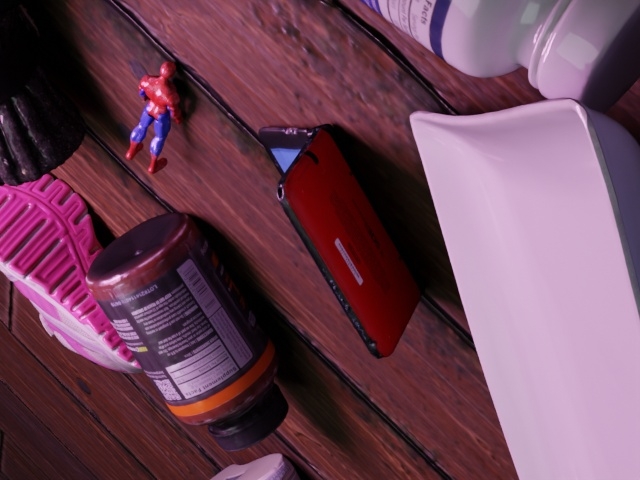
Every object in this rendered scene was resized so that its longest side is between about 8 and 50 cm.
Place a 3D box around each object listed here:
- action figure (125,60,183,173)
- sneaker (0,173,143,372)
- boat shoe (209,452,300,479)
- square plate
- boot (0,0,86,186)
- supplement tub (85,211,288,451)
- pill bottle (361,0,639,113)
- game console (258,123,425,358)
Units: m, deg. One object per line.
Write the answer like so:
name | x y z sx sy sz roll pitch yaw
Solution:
action figure | -0.123 -0.097 1.150 0.038 0.030 0.115 37 147 9
sneaker | -0.236 0.041 1.423 0.252 0.103 0.111 45 152 7
boat shoe | -0.076 0.272 1.520 0.081 0.079 0.227 55 150 -4
square plate | 0.146 0.090 0.776 0.347 0.049 0.344 -155 47 -81
boot | -0.255 -0.151 1.153 0.348 0.131 0.260 28 142 55
supplement tub | -0.104 0.081 1.276 0.106 0.106 0.198 3 129 55
pill bottle | 0.071 -0.141 0.701 0.187 0.112 0.112 38 152 19
game console | 0.000 0.000 1.037 0.085 0.124 0.144 -17 115 33
